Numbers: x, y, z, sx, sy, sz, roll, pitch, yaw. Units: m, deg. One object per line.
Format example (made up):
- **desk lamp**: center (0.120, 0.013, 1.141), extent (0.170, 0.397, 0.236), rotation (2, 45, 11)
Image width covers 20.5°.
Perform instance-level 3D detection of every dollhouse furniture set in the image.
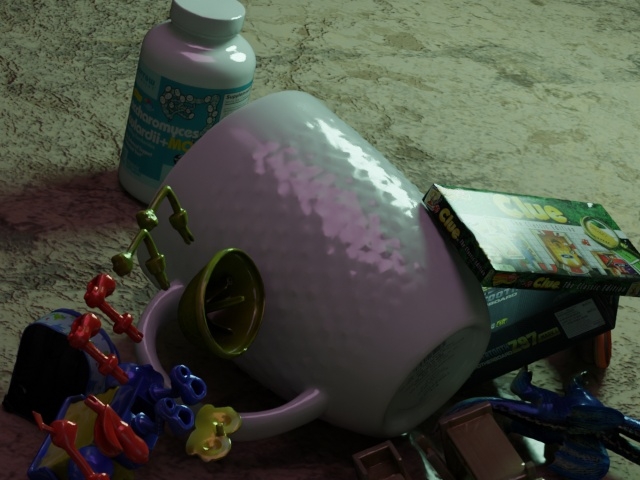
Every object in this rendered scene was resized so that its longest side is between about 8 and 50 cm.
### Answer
- **dollhouse furniture set**: center (0.138, 0.277, 1.758), extent (0.161, 0.101, 0.182), rotation (-20, 37, -10)

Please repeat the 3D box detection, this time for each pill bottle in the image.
- **pill bottle**: center (-0.165, -0.179, 2.231), extent (0.146, 0.264, 0.146), rotation (11, 28, -6)

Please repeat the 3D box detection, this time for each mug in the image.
- **mug**: center (-0.025, 0.068, 1.876), extent (0.374, 0.276, 0.328), rotation (-35, 63, -26)

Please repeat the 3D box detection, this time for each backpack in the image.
- **backpack**: center (-0.255, 0.128, 1.785), extent (0.105, 0.114, 0.084), rotation (25, 30, 22)

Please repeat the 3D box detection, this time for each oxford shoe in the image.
- **oxford shoe**: center (0.300, 0.080, 2.180), extent (0.098, 0.096, 0.271), rotation (-8, 25, 1)

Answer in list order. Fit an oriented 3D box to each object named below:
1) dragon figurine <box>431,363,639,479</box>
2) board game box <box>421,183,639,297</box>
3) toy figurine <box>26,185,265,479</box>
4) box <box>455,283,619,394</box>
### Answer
- **dragon figurine**: center (0.271, 0.202, 1.898), extent (0.289, 0.085, 0.144), rotation (8, 16, -35)
- **board game box**: center (0.239, 0.002, 1.880), extent (0.260, 0.030, 0.136), rotation (4, 37, -39)
- **toy figurine**: center (-0.209, 0.146, 1.670), extent (0.191, 0.217, 0.362), rotation (43, 39, -21)
- **box**: center (0.228, 0.079, 2.011), extent (0.233, 0.059, 0.183), rotation (-24, 17, 24)
